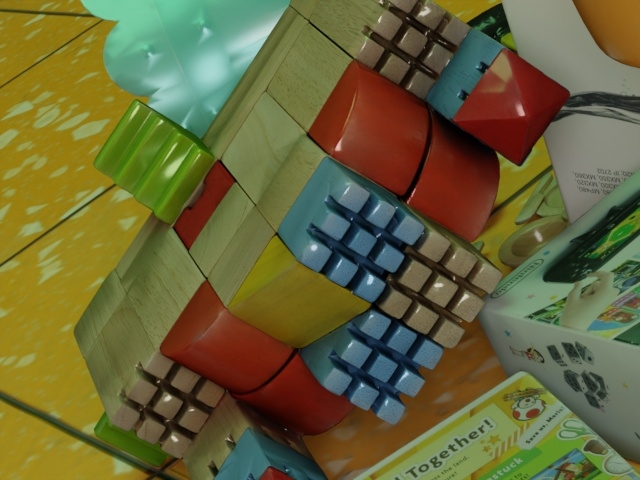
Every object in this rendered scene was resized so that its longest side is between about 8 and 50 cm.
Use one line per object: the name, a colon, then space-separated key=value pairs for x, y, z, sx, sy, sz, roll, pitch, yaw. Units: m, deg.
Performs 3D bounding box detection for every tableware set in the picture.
tableware set: x=0.116 y=-0.007 z=1.290 sx=0.169 sy=0.020 sz=0.141 roll=-17 pitch=24 yaw=26

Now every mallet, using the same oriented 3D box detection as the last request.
mallet: x=0.157 y=-0.138 z=1.515 sx=0.062 sy=0.039 sz=0.189 roll=-28 pitch=26 yaw=-4

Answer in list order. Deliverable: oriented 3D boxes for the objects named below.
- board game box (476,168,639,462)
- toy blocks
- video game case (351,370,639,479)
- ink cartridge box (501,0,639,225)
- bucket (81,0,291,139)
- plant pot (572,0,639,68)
board game box: x=0.254 y=0.025 z=0.965 sx=0.224 sy=0.097 sz=0.303 roll=-38 pitch=25 yaw=-22
toy blocks: x=0.000 y=0.000 z=1.090 sx=0.381 sy=0.191 sz=0.261 roll=-56 pitch=23 yaw=7
video game case: x=0.056 y=0.172 z=0.911 sx=0.227 sy=0.026 sz=0.206 roll=-32 pitch=35 yaw=-10
ink cartridge box: x=0.200 y=-0.135 z=1.167 sx=0.100 sy=0.237 sz=0.172 roll=8 pitch=40 yaw=40
bucket: x=-0.042 y=-0.140 z=1.446 sx=0.183 sy=0.281 sz=0.281 roll=-23 pitch=22 yaw=7
plant pot: x=0.230 y=-0.095 z=0.874 sx=0.205 sy=0.188 sz=0.205 roll=-25 pitch=22 yaw=11
